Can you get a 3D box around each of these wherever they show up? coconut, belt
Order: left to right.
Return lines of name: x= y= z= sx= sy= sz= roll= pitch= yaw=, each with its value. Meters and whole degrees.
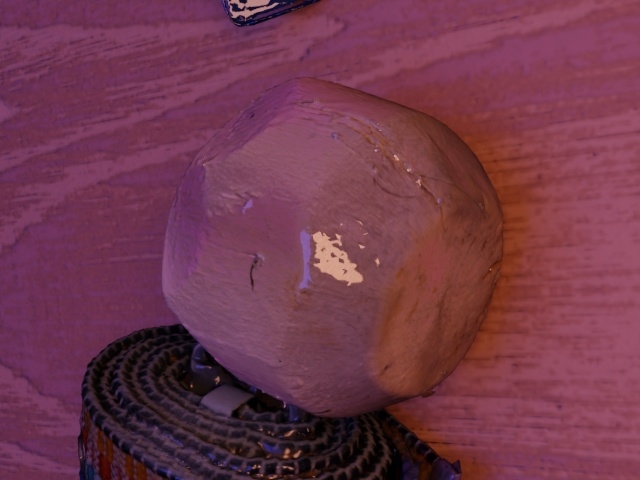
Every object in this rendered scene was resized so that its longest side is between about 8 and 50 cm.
belt: x=-0.059 y=0.169 z=1.037 sx=0.295 sy=0.207 sz=0.160 roll=30 pitch=121 yaw=42
coconut: x=0.002 y=-0.001 z=0.964 sx=0.230 sy=0.227 sz=0.227 roll=25 pitch=111 yaw=35

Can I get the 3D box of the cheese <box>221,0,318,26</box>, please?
cheese: x=-0.076 y=-0.306 z=1.072 sx=0.069 sy=0.177 sz=0.270 roll=-173 pitch=63 yaw=-85
